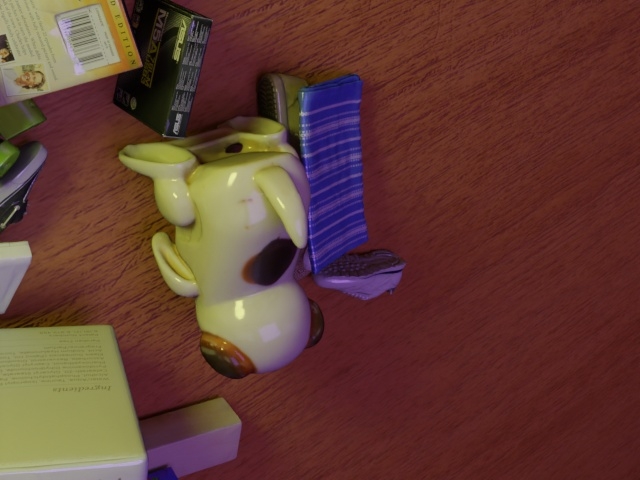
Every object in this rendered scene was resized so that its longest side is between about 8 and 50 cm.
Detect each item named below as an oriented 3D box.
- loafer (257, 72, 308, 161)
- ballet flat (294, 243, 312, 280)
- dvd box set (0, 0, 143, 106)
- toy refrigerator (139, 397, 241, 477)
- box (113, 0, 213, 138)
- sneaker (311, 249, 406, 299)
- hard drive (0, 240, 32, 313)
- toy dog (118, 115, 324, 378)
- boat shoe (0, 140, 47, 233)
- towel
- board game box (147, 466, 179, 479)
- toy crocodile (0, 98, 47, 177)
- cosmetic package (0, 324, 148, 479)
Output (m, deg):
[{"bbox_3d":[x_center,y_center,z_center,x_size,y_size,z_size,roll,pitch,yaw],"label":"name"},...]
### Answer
[{"bbox_3d":[-0.051,-0.180,1.737,0.092,0.102,0.268,-17,122,-23],"label":"loafer"},{"bbox_3d":[0.000,0.000,1.895,0.073,0.067,0.206,17,102,-45],"label":"ballet flat"},{"bbox_3d":[-0.482,-0.320,1.254,0.421,0.062,0.307,-17,125,-4],"label":"dvd box set"},{"bbox_3d":[-0.298,0.402,1.864,0.270,0.094,0.102,-11,126,-33],"label":"toy refrigerator"},{"bbox_3d":[-0.249,-0.275,1.475,0.045,0.184,0.190,4,111,-38],"label":"box"},{"bbox_3d":[0.079,0.085,1.995,0.235,0.090,0.094,-4,124,-35],"label":"sneaker"},{"bbox_3d":[-0.608,0.075,1.409,0.308,0.040,0.203,-6,154,-35],"label":"hard drive"},{"bbox_3d":[-0.116,0.027,1.616,0.285,0.395,0.407,-27,121,-40],"label":"toy dog"},{"bbox_3d":[-0.496,-0.061,1.477,0.219,0.078,0.070,-46,132,2],"label":"boat shoe"},{"bbox_3d":[0.030,-0.130,1.748,0.243,0.040,0.336,-30,119,-61],"label":"towel"},{"bbox_3d":[-0.405,0.603,1.828,0.233,0.078,0.347,-11,136,-33],"label":"board game box"},{"bbox_3d":[-0.548,-0.089,1.406,0.115,0.105,0.340,40,88,-4],"label":"toy crocodile"},{"bbox_3d":[-0.463,0.363,1.460,0.328,0.393,0.329,0,113,-20],"label":"cosmetic package"}]
